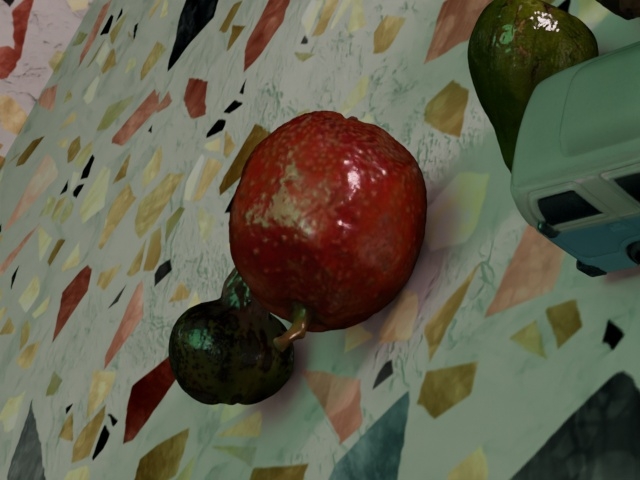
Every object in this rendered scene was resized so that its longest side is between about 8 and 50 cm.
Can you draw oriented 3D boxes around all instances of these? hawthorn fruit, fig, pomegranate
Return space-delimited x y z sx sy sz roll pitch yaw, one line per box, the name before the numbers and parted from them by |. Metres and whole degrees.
hawthorn fruit | 0.000 0.000 1.283 0.205 0.205 0.253 -15 53 53
fig | 0.186 -0.141 1.192 0.123 0.123 0.156 32 105 62
pomegranate | -0.087 0.105 1.381 0.163 0.138 0.126 -59 38 29

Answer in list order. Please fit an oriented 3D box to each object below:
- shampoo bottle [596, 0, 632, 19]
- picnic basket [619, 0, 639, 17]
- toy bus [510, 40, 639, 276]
shampoo bottle | 0.370 -0.316 1.081 0.350 0.084 0.126 -41 36 35
picnic basket | 0.347 -0.322 0.855 0.337 0.293 0.337 9 100 55
toy bus | 0.261 -0.072 0.951 0.271 0.164 0.133 -16 52 53
